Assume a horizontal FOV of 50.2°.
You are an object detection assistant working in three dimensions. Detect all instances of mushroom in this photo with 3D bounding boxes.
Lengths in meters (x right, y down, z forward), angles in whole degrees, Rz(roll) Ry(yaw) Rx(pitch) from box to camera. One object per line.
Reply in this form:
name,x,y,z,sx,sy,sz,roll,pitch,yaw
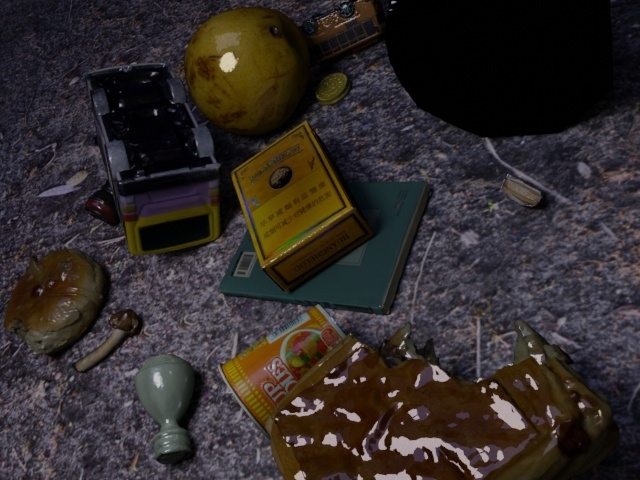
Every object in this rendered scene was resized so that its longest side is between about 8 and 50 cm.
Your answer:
mushroom,-0.450,0.211,1.409,0.187,0.061,0.060,-42,48,6

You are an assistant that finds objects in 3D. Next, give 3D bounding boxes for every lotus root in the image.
lotus root,0.327,-0.075,1.091,0.083,0.030,0.037,42,116,49

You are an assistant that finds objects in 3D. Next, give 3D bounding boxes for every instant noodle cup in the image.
instant noodle cup,-0.038,0.199,1.062,0.185,0.168,0.168,-38,43,-6

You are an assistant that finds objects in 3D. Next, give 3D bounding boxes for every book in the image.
book,0.000,0.000,1.266,0.379,0.031,0.264,4,60,37

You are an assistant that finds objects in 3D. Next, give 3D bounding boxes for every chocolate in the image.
chocolate,0.317,-0.412,1.167,0.383,0.384,0.331,-4,42,33

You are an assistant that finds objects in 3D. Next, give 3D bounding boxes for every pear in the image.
pear,-0.157,-0.369,1.487,0.280,0.281,0.281,-19,48,23

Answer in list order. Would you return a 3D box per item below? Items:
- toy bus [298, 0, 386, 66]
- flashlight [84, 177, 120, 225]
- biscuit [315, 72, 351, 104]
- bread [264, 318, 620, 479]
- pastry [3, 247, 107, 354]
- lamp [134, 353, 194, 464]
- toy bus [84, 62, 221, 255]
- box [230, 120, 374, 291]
toy bus,0.051,-0.477,1.539,0.201,0.114,0.098,-19,19,22
flashlight,-0.484,-0.151,1.690,0.093,0.093,0.232,9,60,40
biscuit,0.027,-0.337,1.514,0.084,0.023,0.084,-19,48,23
bread,0.144,0.246,0.861,0.370,0.191,0.314,-36,39,-1
pastry,-0.595,0.126,1.530,0.257,0.121,0.236,23,72,43
lamp,-0.267,0.289,1.191,0.106,0.106,0.193,-26,56,17
toy bus,-0.370,-0.191,1.496,0.209,0.249,0.440,-13,46,-19
box,-0.045,-0.073,1.272,0.192,0.084,0.301,-32,42,7
